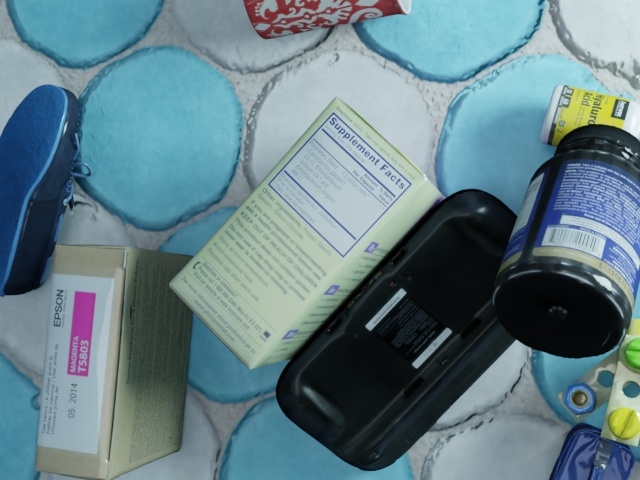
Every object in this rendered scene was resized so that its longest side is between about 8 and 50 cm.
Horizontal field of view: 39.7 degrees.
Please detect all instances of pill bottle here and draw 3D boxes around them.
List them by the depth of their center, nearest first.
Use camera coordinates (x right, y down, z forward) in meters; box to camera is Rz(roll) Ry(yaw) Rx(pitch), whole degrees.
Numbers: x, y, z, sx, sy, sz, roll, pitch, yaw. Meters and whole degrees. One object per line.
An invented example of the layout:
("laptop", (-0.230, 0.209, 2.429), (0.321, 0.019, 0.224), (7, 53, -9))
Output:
("pill bottle", (0.247, -0.008, 0.840), (0.123, 0.123, 0.219), (17, 51, 15))
("pill bottle", (0.293, -0.119, 0.920), (0.116, 0.065, 0.065), (16, 90, 14))

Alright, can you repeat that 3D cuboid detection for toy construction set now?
("toy construction set", (0.388, 0.066, 0.847), (0.215, 0.151, 0.327), (25, 99, 21))

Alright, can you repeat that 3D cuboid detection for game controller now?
("game controller", (0.103, 0.098, 0.929), (0.166, 0.067, 0.319), (42, 97, -11))

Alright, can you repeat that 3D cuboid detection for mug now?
("mug", (0.009, -0.297, 1.003), (0.169, 0.150, 0.113), (-10, 120, 18))

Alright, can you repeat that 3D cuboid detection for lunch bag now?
("lunch bag", (0.271, 0.240, 0.898), (0.067, 0.065, 0.098), (22, 91, 15))

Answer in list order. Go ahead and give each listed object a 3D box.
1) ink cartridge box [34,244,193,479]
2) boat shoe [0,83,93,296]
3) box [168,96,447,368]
("ink cartridge box", (-0.216, 0.125, 0.967), (0.088, 0.193, 0.234), (4, 86, 15))
("boat shoe", (-0.346, -0.061, 1.074), (0.109, 0.089, 0.258), (27, 98, 28))
("box", (0.000, 0.000, 0.909), (0.117, 0.213, 0.243), (45, 98, 13))
